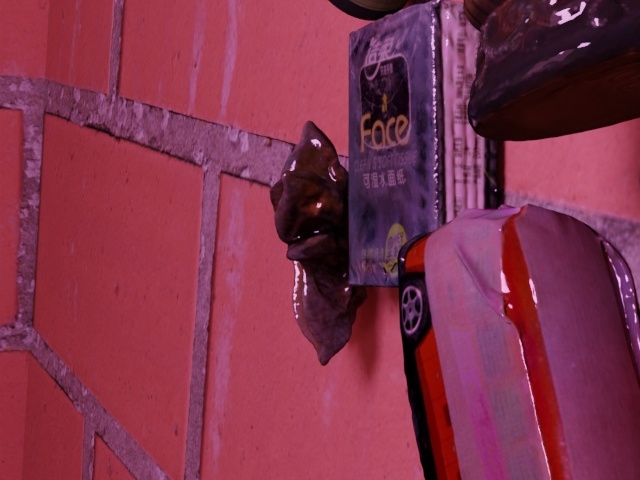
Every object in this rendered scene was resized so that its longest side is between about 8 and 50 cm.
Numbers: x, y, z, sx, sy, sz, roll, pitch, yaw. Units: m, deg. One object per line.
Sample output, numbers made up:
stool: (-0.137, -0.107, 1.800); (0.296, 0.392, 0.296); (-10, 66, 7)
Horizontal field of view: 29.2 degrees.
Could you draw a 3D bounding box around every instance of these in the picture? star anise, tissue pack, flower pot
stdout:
star anise: (0.002, -0.006, 1.170); (0.197, 0.073, 0.212); (-85, -14, -53)
tissue pack: (0.084, -0.075, 1.051); (0.173, 0.073, 0.236); (-179, 89, -66)
flower pot: (0.152, -0.213, 0.739); (0.266, 0.266, 0.267); (-28, 75, 61)

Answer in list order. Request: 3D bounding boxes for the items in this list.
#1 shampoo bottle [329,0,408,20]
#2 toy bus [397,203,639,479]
shampoo bottle: (0.089, -0.298, 1.020); (0.284, 0.101, 0.101); (-46, 49, 55)
toy bus: (0.147, 0.118, 0.857); (0.147, 0.127, 0.303); (-37, 54, 52)
